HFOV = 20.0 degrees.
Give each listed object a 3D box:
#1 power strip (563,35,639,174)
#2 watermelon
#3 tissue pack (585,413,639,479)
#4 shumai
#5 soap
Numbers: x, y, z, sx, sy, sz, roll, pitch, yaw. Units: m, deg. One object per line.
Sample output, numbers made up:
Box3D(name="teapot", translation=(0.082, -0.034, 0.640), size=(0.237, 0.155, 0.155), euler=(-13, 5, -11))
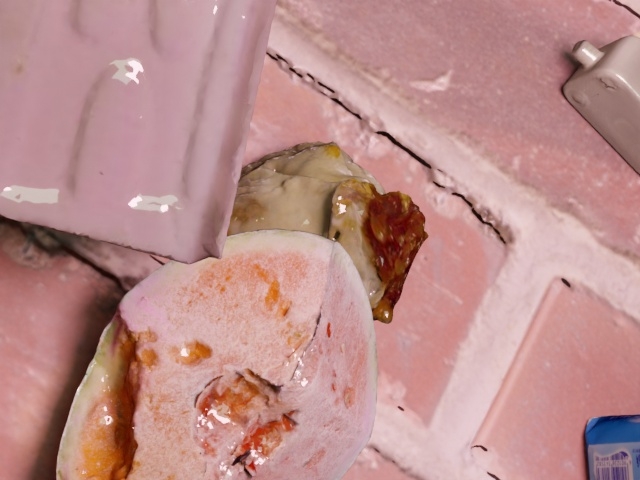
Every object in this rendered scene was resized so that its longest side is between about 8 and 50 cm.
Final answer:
Box3D(name="power strip", translation=(0.375, -0.053, 1.718), size=(0.385, 0.091, 0.062), euler=(45, 66, -11))
Box3D(name="watermelon", translation=(-0.087, 0.140, 1.469), size=(0.175, 0.188, 0.322), euler=(38, 81, 27))
Box3D(name="tissue pack", translation=(0.359, 0.240, 1.571), size=(0.146, 0.263, 0.198), euler=(-3, 83, -25))
Box3D(name="shumai", translation=(-0.006, 0.001, 1.515), size=(0.184, 0.142, 0.184), euler=(5, 79, -26))
Box3D(name="soap", translation=(-0.254, -0.188, 1.332), size=(0.435, 0.213, 0.350), euler=(13, 102, -15))
